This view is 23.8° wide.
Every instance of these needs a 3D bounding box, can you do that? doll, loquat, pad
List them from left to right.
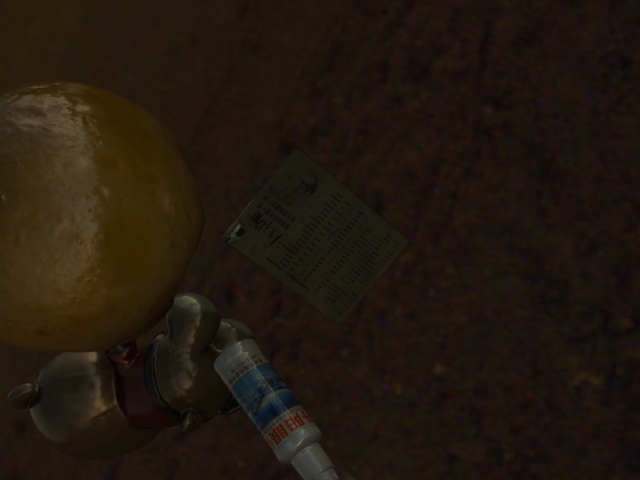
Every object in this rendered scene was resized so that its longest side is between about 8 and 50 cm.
[{"bbox_3d":[-0.221,-0.021,1.263,0.244,0.243,0.244,-32,51,49],"label":"loquat"},{"bbox_3d":[-0.242,0.201,2.040,0.330,0.235,0.174,-21,59,28],"label":"doll"},{"bbox_3d":[0.000,0.000,2.067,0.159,0.265,0.009,-51,40,2],"label":"pad"}]

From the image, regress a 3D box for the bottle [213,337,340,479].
[{"bbox_3d":[-0.036,0.207,1.677,0.217,0.060,0.060,52,127,17],"label":"bottle"}]
